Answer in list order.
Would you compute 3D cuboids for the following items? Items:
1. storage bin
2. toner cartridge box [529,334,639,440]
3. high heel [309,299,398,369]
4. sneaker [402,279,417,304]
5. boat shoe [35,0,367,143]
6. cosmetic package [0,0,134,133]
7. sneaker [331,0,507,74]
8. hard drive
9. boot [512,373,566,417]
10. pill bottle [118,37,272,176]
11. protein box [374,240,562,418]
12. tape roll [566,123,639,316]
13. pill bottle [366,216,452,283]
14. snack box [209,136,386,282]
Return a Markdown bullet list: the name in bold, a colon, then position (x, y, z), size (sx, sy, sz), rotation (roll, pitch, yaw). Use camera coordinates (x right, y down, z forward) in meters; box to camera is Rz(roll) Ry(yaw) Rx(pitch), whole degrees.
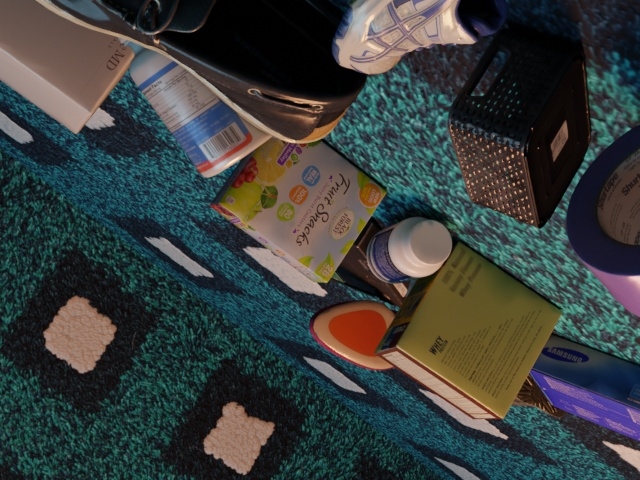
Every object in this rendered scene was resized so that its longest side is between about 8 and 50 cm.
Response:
- **storage bin**: position (0.204, -0.109, 0.991), size (0.084, 0.122, 0.180), rotation (25, 163, 27)
- **toner cartridge box**: position (0.521, 0.268, 1.610), size (0.348, 0.075, 0.165), rotation (19, 159, 39)
- **high heel**: position (0.104, 0.184, 1.883), size (0.377, 0.127, 0.181), rotation (16, 171, -33)
- **sneaker**: position (0.231, 0.100, 1.686), size (0.191, 0.082, 0.071), rotation (13, 170, -23)
- **boat shoe**: position (-0.154, -0.281, 1.077), size (0.500, 0.186, 0.156), rotation (33, 160, -20)
- **cosmetic package**: position (-0.429, -0.341, 1.386), size (0.366, 0.197, 0.155), rotation (35, 164, -13)
- **sneaker**: position (0.098, -0.211, 0.911), size (0.131, 0.112, 0.296), rotation (32, 165, 1)
- **hard drive**: position (0.000, 0.000, 1.834), size (0.339, 0.064, 0.237), rotation (19, 160, 38)
- **boot**: position (0.376, 0.285, 1.982), size (0.190, 0.076, 0.208), rotation (41, 169, -22)
- **pill bottle**: position (-0.157, -0.199, 1.223), size (0.221, 0.124, 0.124), rotation (56, 159, -11)
- **protein box**: position (0.231, 0.146, 1.569), size (0.201, 0.199, 0.136), rotation (34, 164, -4)
- **tape roll**: position (0.324, -0.025, 0.888), size (0.080, 0.189, 0.189), rotation (43, 162, -31)
- **pill bottle**: position (0.141, 0.014, 1.542), size (0.094, 0.094, 0.169), rotation (35, 165, -8)
- **snack box**: position (-0.032, -0.063, 1.493), size (0.207, 0.174, 0.070), rotation (36, 167, -16)
